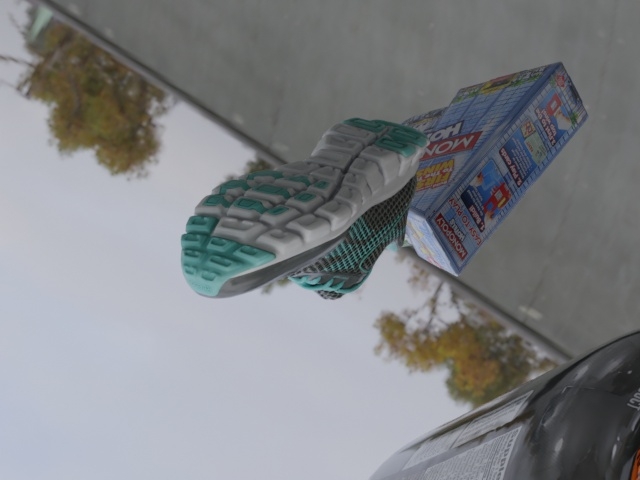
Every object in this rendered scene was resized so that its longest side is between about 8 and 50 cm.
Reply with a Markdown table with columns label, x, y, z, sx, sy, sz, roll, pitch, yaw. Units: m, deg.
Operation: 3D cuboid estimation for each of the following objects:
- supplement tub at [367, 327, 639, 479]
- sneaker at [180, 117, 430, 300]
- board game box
| label | x | y | z | sx | sy | sz | roll | pitch | yaw |
| --- | --- | --- | --- | --- | --- | --- | --- | --- | --- |
| supplement tub | 0.143 | 0.159 | 0.495 | 0.207 | 0.207 | 0.338 | 30 | 155 | -4 |
| sneaker | 0.000 | 0.000 | 0.502 | 0.065 | 0.076 | 0.166 | 19 | -148 | 32 |
| board game box | 0.094 | -0.049 | 0.868 | 0.194 | 0.194 | 0.060 | -11 | 123 | 41 |
